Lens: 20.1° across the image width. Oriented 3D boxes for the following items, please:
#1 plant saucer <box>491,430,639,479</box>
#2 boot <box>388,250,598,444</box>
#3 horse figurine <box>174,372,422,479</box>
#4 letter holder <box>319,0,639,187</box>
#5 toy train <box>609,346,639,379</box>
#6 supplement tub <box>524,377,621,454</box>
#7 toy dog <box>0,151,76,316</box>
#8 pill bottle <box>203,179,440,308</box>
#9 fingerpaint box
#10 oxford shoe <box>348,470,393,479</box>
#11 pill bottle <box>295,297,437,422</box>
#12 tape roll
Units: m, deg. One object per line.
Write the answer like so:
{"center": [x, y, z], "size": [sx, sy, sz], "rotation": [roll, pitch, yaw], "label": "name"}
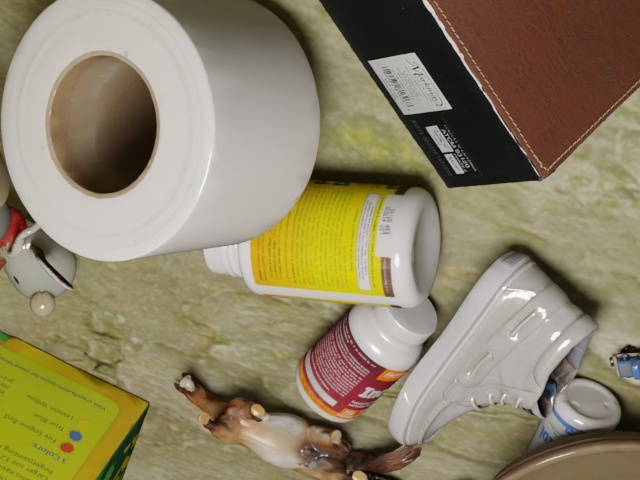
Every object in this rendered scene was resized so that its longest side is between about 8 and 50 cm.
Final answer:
{"center": [0.273, 0.276, 1.794], "size": [0.278, 0.041, 0.278], "rotation": [-3, 135, -3], "label": "plant saucer"}
{"center": [0.167, 0.139, 1.762], "size": [0.123, 0.095, 0.258], "rotation": [43, 129, 18], "label": "boot"}
{"center": [-0.033, 0.205, 1.893], "size": [0.263, 0.066, 0.174], "rotation": [19, 172, -3], "label": "horse figurine"}
{"center": [0.135, -0.229, 1.536], "size": [0.302, 0.214, 0.152], "rotation": [54, 157, -16], "label": "letter holder"}
{"center": [0.351, 0.115, 1.721], "size": [0.158, 0.036, 0.027], "rotation": [-5, 119, 26], "label": "toy train"}
{"center": [0.249, 0.196, 1.795], "size": [0.071, 0.071, 0.107], "rotation": [24, 126, 7], "label": "supplement tub"}
{"center": [-0.331, 0.016, 1.766], "size": [0.220, 0.161, 0.334], "rotation": [-24, 151, 35], "label": "toy dog"}
{"center": [0.000, 0.000, 1.743], "size": [0.215, 0.117, 0.117], "rotation": [5, 123, 20], "label": "pill bottle"}
{"center": [-0.469, 0.238, 1.937], "size": [0.445, 0.371, 0.163], "rotation": [25, 127, 5], "label": "fingerpaint box"}
{"center": [0.067, 0.289, 1.927], "size": [0.227, 0.083, 0.096], "rotation": [-18, 109, 30], "label": "oxford shoe"}
{"center": [0.048, 0.110, 1.814], "size": [0.086, 0.086, 0.152], "rotation": [39, 128, -5], "label": "pill bottle"}
{"center": [-0.145, -0.108, 1.644], "size": [0.246, 0.169, 0.246], "rotation": [4, 98, 33], "label": "tape roll"}
